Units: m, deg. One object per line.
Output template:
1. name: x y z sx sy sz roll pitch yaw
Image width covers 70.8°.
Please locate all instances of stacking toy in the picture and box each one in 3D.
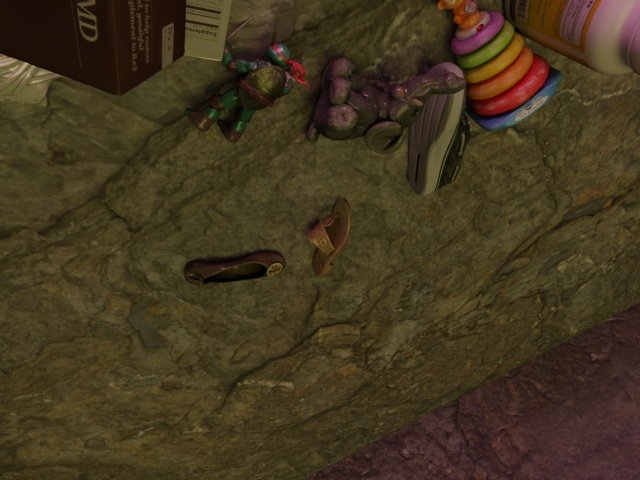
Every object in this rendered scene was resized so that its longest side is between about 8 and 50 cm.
1. stacking toy: 0.323 -0.383 0.888 0.175 0.165 0.302 -37 120 15

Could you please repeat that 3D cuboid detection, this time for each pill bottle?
1. pill bottle: 0.501 -0.409 0.792 0.188 0.334 0.187 -13 134 -14

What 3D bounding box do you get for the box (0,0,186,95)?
1. box: -0.322 -0.296 0.403 0.382 0.143 0.191 18 132 1

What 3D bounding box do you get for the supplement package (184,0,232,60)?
1. supplement package: -0.208 -0.402 0.546 0.198 0.199 0.262 0 138 -25

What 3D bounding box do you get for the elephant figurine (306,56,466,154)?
1. elephant figurine: 0.119 -0.251 0.873 0.240 0.186 0.169 5 105 -18

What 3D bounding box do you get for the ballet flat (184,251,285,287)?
1. ballet flat: -0.202 0.076 1.100 0.250 0.058 0.084 -3 131 -22

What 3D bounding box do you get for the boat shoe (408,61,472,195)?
1. boat shoe: 0.273 -0.247 1.005 0.119 0.121 0.335 -22 147 -16

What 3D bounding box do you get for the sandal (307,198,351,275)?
1. sandal: 0.003 0.004 1.109 0.079 0.088 0.240 -6 137 -28

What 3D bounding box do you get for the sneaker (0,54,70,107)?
1. sneaker: -0.471 -0.238 0.675 0.232 0.090 0.115 -23 139 -3

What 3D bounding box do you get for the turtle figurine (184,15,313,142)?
1. turtle figurine: -0.120 -0.279 0.785 0.234 0.118 0.175 -42 134 22
